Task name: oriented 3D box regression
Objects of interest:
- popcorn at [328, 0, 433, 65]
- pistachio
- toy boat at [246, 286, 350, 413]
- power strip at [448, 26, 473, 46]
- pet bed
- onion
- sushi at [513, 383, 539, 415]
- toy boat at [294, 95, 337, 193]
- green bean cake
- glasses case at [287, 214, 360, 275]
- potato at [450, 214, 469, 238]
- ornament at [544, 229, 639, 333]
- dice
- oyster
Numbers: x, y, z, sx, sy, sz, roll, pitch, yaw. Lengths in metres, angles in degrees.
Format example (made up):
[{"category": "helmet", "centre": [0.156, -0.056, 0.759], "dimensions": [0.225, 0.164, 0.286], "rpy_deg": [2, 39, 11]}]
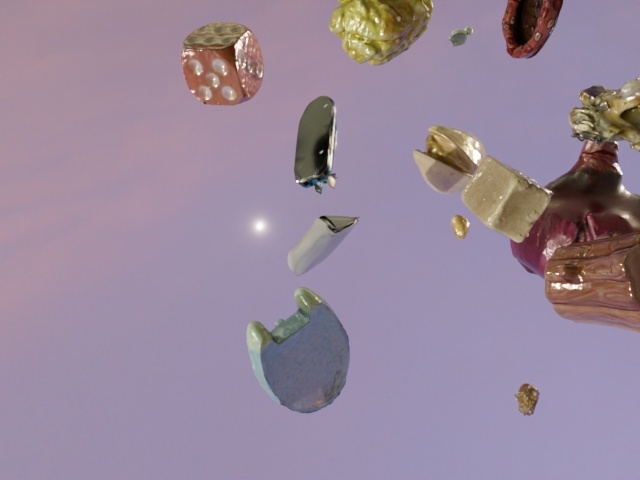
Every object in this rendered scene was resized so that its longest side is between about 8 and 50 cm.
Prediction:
[{"category": "popcorn", "centre": [0.142, -0.549, 1.207], "dimensions": [0.249, 0.249, 0.225], "rpy_deg": [-31, -87, -25]}, {"category": "pistachio", "centre": [0.449, -0.275, 1.721], "dimensions": [0.321, 0.229, 0.238], "rpy_deg": [19, -167, -47]}, {"category": "toy boat", "centre": [-0.051, 0.242, 1.103], "dimensions": [0.215, 0.330, 0.123], "rpy_deg": [-38, -139, -16]}, {"category": "power strip", "centre": [0.460, -0.667, 1.643], "dimensions": [0.055, 0.083, 0.035], "rpy_deg": [48, -133, -20]}, {"category": "pet bed", "centre": [0.497, -0.539, 1.187], "dimensions": [0.053, 0.201, 0.201], "rpy_deg": [0, -130, -13]}, {"category": "onion", "centre": [0.706, -0.083, 1.328], "dimensions": [0.397, 0.421, 0.398], "rpy_deg": [-8, -171, 1]}, {"category": "sushi", "centre": [0.542, 0.419, 1.312], "dimensions": [0.061, 0.118, 0.060], "rpy_deg": [-4, -143, 35]}, {"category": "toy boat", "centre": [0.005, -0.290, 1.510], "dimensions": [0.134, 0.092, 0.299], "rpy_deg": [-15, -121, 40]}, {"category": "green bean cake", "centre": [0.347, -0.083, 0.951], "dimensions": [0.085, 0.109, 0.179], "rpy_deg": [23, -161, -12]}, {"category": "glasses case", "centre": [0.002, 0.000, 1.496], "dimensions": [0.128, 0.308, 0.083], "rpy_deg": [-20, -107, -33]}, {"category": "potato", "centre": [0.451, -0.043, 1.617], "dimensions": [0.062, 0.068, 0.083], "rpy_deg": [-13, -134, 36]}, {"category": "ornament", "centre": [0.595, 0.084, 1.019], "dimensions": [0.221, 0.217, 0.236], "rpy_deg": [9, -100, -22]}, {"category": "dice", "centre": [-0.269, -0.491, 1.389], "dimensions": [0.174, 0.179, 0.174], "rpy_deg": [6, -133, 20]}, {"category": "oyster", "centre": [0.560, -0.201, 0.838], "dimensions": [0.133, 0.198, 0.337], "rpy_deg": [1, -172, -29]}]
